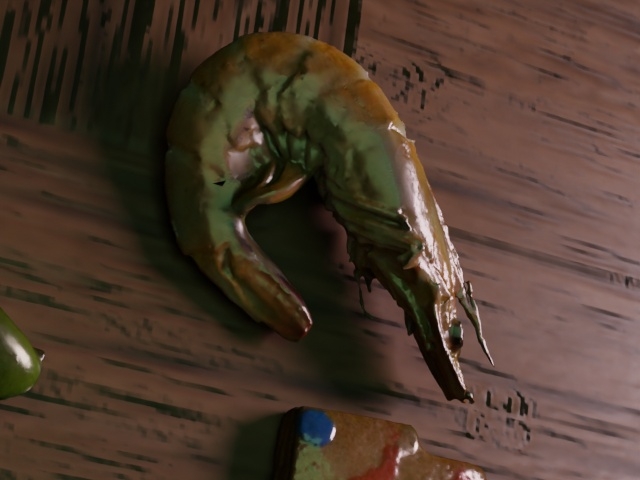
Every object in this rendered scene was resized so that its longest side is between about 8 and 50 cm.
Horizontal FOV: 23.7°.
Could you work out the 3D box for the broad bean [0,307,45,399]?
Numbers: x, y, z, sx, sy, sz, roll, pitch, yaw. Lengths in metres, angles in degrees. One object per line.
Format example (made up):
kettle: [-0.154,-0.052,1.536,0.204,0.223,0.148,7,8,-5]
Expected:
broad bean: [-0.195,0.007,0.467,0.227,0.039,0.069,10,51,-22]

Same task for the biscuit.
biscuit: [0.026,0.116,0.558,0.119,0.019,0.130,-38,94,-29]

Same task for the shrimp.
shrimp: [0.002,-0.001,0.564,0.095,0.045,0.162,-29,92,-29]
